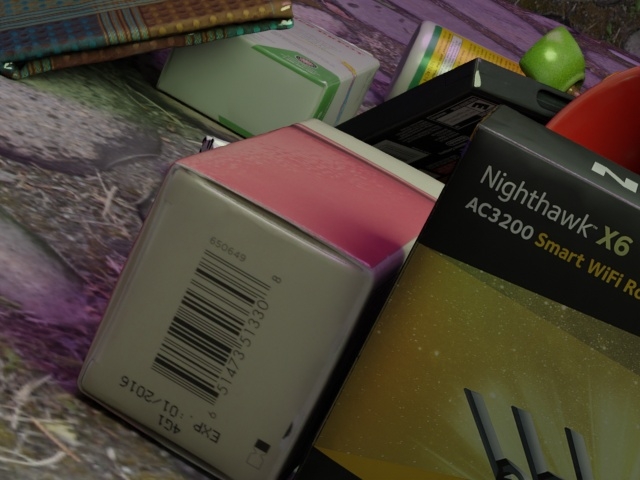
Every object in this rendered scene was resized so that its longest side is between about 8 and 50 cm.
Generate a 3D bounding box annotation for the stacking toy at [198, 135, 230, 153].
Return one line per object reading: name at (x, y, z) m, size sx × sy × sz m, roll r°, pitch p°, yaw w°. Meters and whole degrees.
stacking toy at (0.000, 0.000, 1.113) m, size 0.167 × 0.052 × 0.221 m, roll 17°, pitch 21°, yaw -27°

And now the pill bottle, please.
pill bottle at (0.192, -0.172, 1.743) m, size 0.208 × 0.117 × 0.117 m, roll 25°, pitch 18°, yaw -4°

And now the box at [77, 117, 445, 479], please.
box at (-0.018, 0.028, 0.854) m, size 0.127 × 0.149 × 0.232 m, roll 29°, pitch 17°, yaw 11°

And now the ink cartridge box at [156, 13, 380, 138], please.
ink cartridge box at (-0.046, -0.168, 1.447) m, size 0.154 × 0.093 × 0.212 m, roll 29°, pitch 21°, yaw 8°

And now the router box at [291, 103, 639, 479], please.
router box at (0.164, 0.111, 0.725) m, size 0.309 × 0.243 × 0.081 m, roll 28°, pitch 18°, yaw 8°

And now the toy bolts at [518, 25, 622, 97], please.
toy bolts at (0.241, -0.077, 1.540) m, size 0.158 × 0.218 × 0.228 m, roll 47°, pitch -9°, yaw 17°

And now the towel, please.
towel at (-0.192, -0.252, 1.386) m, size 0.271 × 0.040 × 0.370 m, roll -12°, pitch 31°, yaw -10°

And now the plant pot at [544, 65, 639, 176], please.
plant pot at (0.318, 0.023, 1.181) m, size 0.243 × 0.275 × 0.275 m, roll 25°, pitch 14°, yaw -41°

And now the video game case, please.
video game case at (0.169, -0.081, 1.343) m, size 0.248 × 0.035 × 0.275 m, roll 18°, pitch -18°, yaw -24°
